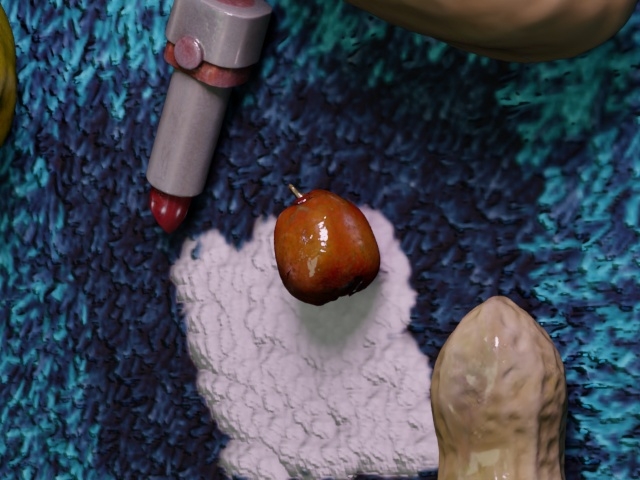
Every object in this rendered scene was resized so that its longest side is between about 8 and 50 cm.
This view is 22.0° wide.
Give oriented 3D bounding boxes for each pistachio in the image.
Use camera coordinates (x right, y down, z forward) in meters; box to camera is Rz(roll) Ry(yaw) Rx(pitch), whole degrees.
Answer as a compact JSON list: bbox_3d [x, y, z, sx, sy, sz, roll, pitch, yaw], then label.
[{"bbox_3d":[0.057,-0.207,0.953,0.293,0.162,0.181,30,147,20],"label":"pistachio"}]

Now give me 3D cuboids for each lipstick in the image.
[{"bbox_3d":[-0.089,-0.084,1.136,0.063,0.057,0.186,29,118,22],"label":"lipstick"}]

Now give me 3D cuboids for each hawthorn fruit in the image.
[{"bbox_3d":[0.003,0.005,1.095,0.077,0.077,0.077,8,107,30],"label":"hawthorn fruit"}]

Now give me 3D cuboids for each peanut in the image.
[{"bbox_3d":[0.113,0.141,1.043,0.090,0.098,0.214,3,102,30],"label":"peanut"}]

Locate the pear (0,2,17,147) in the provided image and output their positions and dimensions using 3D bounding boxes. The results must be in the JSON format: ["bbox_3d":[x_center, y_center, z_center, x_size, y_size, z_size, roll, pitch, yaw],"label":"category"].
[{"bbox_3d":[-0.337,-0.130,1.183,0.269,0.212,0.212,27,115,28],"label":"pear"}]
